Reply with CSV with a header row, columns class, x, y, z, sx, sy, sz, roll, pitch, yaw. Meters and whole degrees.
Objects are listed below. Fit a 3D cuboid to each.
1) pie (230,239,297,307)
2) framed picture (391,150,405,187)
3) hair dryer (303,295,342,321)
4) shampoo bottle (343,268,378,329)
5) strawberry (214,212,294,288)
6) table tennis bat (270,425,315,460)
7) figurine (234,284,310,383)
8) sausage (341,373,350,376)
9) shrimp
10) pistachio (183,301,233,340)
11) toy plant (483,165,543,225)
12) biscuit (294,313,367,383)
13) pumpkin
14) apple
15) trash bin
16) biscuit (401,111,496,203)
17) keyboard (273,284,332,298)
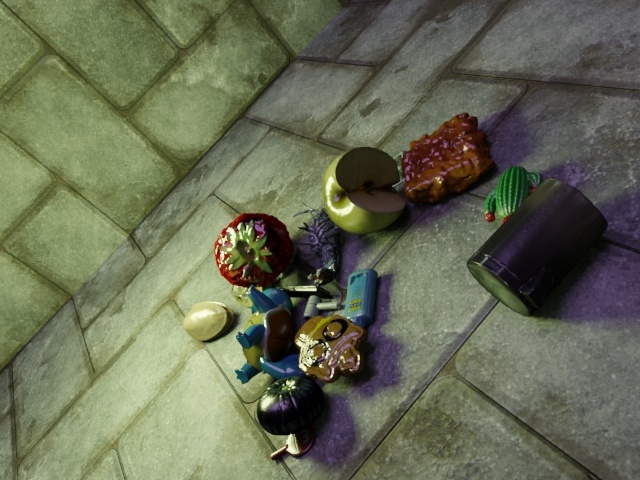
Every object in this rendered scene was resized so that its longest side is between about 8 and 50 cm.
class,x,y,z,sx,sy,sz,roll,pitch,yaw
pie,-0.226,0.115,2.328,0.337,0.075,0.338,-30,36,24
framed picture,0.270,-0.262,2.262,0.141,0.011,0.183,-29,36,23
hair dryer,0.011,0.228,1.976,0.137,0.047,0.082,-8,48,33
shampoo bottle,0.123,0.207,1.855,0.103,0.061,0.259,-19,41,29
strawberry,-0.229,0.034,2.154,0.291,0.310,0.292,-2,85,20
table tennis bat,-0.078,0.587,1.695,0.154,0.019,0.098,-34,33,10
figurine,-0.179,0.312,1.931,0.242,0.298,0.416,-11,35,-11
sausage,0.046,0.360,1.768,0.154,0.062,0.062,17,66,53
shrimp,0.003,-0.001,2.146,0.221,0.165,0.411,-49,40,36
pistachio,-0.440,0.309,2.304,0.223,0.126,0.152,-23,76,24
toy plant,0.552,-0.114,1.723,0.154,0.088,0.240,16,69,52
biscuit,0.025,0.314,1.743,0.208,0.041,0.290,-51,38,-14
pumpkin,-0.086,0.478,1.698,0.201,0.140,0.202,-17,14,4
apple,0.144,-0.160,2.049,0.233,0.257,0.295,-36,70,48
trash bin,0.545,0.015,1.481,0.301,0.203,0.252,-46,20,-5
biscuit,0.423,-0.274,2.022,0.318,0.110,0.312,-27,39,26
keyboard,-0.066,0.179,2.062,0.230,0.093,0.025,-4,61,45
